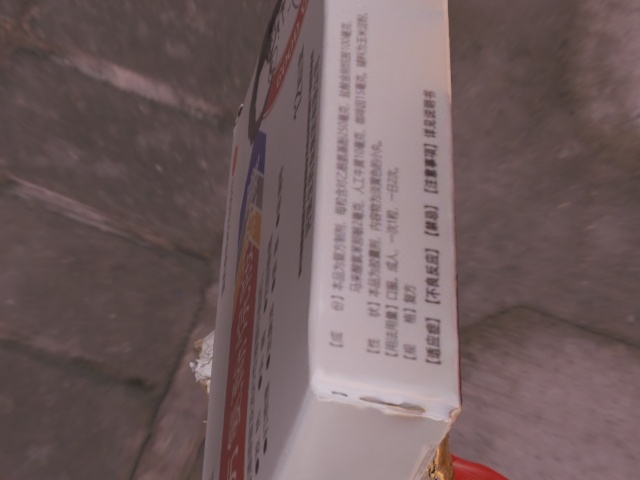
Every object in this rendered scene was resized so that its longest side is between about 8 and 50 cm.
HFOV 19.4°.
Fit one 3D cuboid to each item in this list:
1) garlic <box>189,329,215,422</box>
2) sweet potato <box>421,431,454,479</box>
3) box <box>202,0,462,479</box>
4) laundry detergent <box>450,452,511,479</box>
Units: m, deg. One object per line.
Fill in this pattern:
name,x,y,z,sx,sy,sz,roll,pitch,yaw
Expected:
garlic,-0.065,0.107,1.499,0.074,0.113,0.094,-49,131,-18
sweet potato,0.080,0.177,1.565,0.075,0.075,0.273,-14,113,-2
box,0.000,0.000,0.861,0.069,0.214,0.353,13,45,-9
laundry detergent,0.156,0.239,1.679,0.165,0.097,0.049,34,62,28
